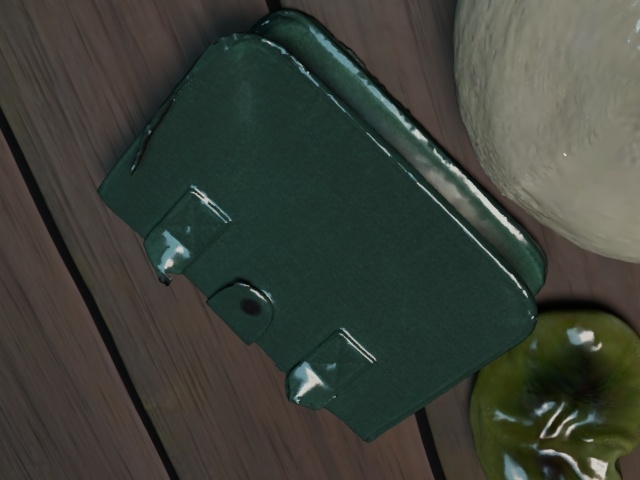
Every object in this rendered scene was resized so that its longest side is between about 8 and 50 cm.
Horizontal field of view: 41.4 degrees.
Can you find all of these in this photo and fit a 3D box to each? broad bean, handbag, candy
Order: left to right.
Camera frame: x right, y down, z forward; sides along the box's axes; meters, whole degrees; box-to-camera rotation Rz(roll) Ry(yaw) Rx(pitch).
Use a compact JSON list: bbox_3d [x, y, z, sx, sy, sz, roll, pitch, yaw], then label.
[{"bbox_3d":[0.001,0.000,0.687,0.326,0.089,0.238,43,120,-7],"label":"handbag"},{"bbox_3d":[0.203,0.150,0.721,0.153,0.072,0.207,0,104,13],"label":"broad bean"},{"bbox_3d":[0.211,-0.114,0.512,0.295,0.185,0.296,7,119,12],"label":"candy"}]
